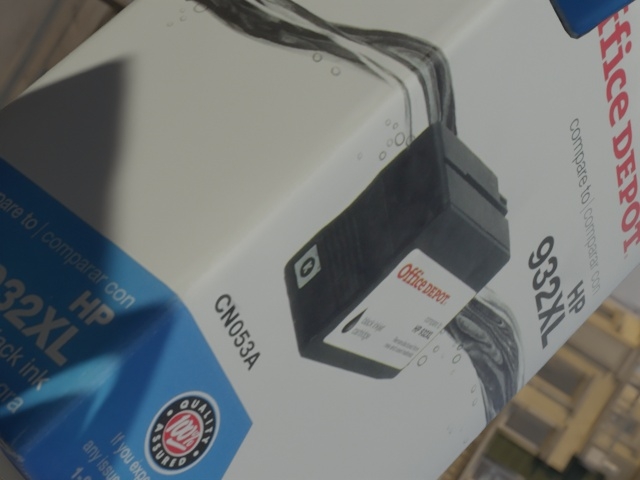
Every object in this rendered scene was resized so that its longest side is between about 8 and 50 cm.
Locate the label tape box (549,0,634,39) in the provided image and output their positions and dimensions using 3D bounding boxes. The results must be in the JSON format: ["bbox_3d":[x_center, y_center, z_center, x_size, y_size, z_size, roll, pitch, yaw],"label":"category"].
[{"bbox_3d":[0.072,-0.263,0.375,0.240,0.334,0.106,-32,-162,-2],"label":"label tape box"}]

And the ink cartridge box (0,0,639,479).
[{"bbox_3d":[0.000,0.000,0.553,0.307,0.129,0.223,-44,142,-18],"label":"ink cartridge box"}]
